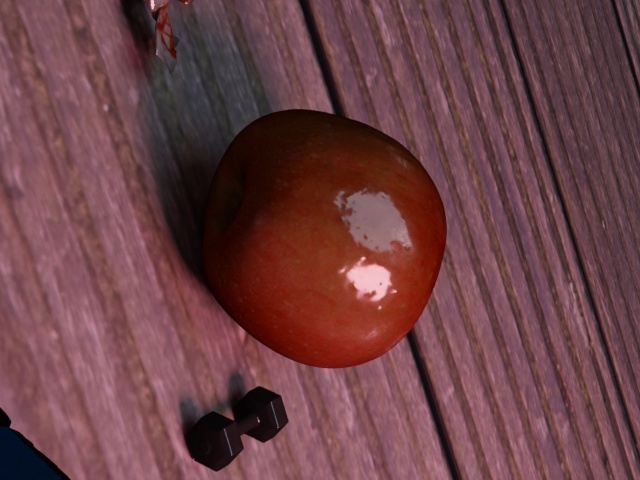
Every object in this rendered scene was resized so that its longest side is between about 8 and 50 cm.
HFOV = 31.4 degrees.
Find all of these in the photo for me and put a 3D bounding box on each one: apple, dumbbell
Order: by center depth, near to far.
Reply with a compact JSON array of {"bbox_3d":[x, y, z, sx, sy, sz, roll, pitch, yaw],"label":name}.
[{"bbox_3d":[-0.058,0.133,0.809,0.083,0.036,0.040,-20,95,-58],"label":"dumbbell"},{"bbox_3d":[0.000,0.000,0.830,0.168,0.181,0.181,18,61,-28],"label":"apple"}]

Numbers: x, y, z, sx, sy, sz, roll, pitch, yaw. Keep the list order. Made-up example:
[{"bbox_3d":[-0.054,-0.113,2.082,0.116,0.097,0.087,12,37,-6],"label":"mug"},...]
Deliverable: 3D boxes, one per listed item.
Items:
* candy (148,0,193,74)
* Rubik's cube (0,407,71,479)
[{"bbox_3d":[-0.130,-0.263,0.829,0.086,0.059,0.292,-11,87,-57],"label":"candy"},{"bbox_3d":[-0.241,0.114,0.416,0.234,0.250,0.284,17,62,-29],"label":"Rubik's cube"}]
